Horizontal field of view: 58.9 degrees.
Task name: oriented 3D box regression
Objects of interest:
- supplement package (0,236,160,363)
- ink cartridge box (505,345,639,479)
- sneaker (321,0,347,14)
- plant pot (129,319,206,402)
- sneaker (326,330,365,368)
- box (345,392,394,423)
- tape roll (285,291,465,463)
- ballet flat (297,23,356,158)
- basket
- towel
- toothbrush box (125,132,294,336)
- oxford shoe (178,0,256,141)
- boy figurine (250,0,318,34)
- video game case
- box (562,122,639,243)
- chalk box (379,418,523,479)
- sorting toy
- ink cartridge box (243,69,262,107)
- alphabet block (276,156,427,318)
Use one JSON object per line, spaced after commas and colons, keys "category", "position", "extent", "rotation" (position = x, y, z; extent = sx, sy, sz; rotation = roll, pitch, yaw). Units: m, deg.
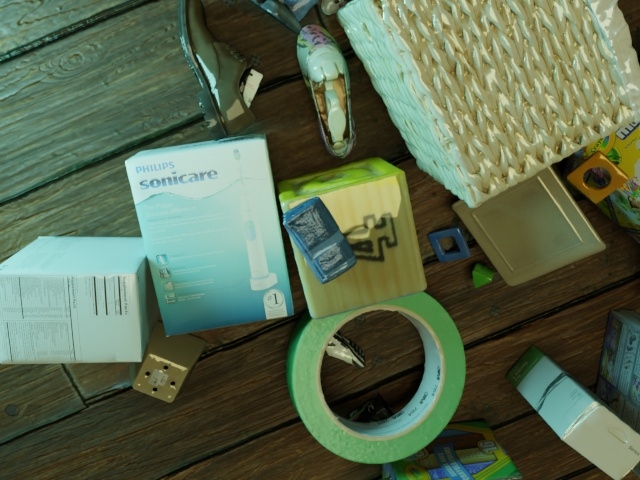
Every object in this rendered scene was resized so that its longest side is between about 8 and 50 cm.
{"category": "supplement package", "position": [-0.376, 0.088, 0.909], "extent": [0.203, 0.194, 0.149], "rotation": [1, 106, -6]}
{"category": "ink cartridge box", "position": [0.471, 0.314, 1.056], "extent": [0.160, 0.219, 0.093], "rotation": [37, 98, -14]}
{"category": "sneaker", "position": [0.041, -0.398, 0.887], "extent": [0.038, 0.069, 0.098], "rotation": [41, 97, -15]}
{"category": "plant pot", "position": [-0.277, 0.223, 1.009], "extent": [0.109, 0.096, 0.109], "rotation": [26, 101, -13]}
{"category": "sneaker", "position": [0.040, 0.209, 1.077], "extent": [0.109, 0.040, 0.044], "rotation": [42, 112, -11]}
{"category": "box", "position": [0.100, 0.352, 1.106], "extent": [0.083, 0.062, 0.052], "rotation": [-38, 106, 3]}
{"category": "tape roll", "position": [0.099, 0.229, 1.022], "extent": [0.321, 0.077, 0.321], "rotation": [0, 92, -12]}
{"category": "ballet flat", "position": [0.017, -0.241, 0.923], "extent": [0.076, 0.079, 0.222], "rotation": [-14, 106, -2]}
{"category": "basket", "position": [0.219, -0.272, 0.809], "extent": [0.266, 0.328, 0.331], "rotation": [-30, 109, 5]}
{"category": "towel", "position": [0.000, 0.000, 0.819], "extent": [0.067, 0.029, 0.119], "rotation": [-31, 107, 2]}
{"category": "toothbrush box", "position": [-0.172, -0.014, 0.940], "extent": [0.216, 0.126, 0.296], "rotation": [-10, 107, -3]}
{"category": "oxford shoe", "position": [-0.156, -0.276, 0.880], "extent": [0.096, 0.083, 0.227], "rotation": [-19, 92, 1]}
{"category": "boy figurine", "position": [0.010, -0.450, 0.838], "extent": [0.177, 0.092, 0.285], "rotation": [44, 106, 20]}
{"category": "video game case", "position": [0.615, 0.299, 1.056], "extent": [0.061, 0.244, 0.270], "rotation": [0, 106, -8]}
{"category": "box", "position": [0.607, -0.135, 0.907], "extent": [0.290, 0.177, 0.279], "rotation": [-45, 71, 7]}
{"category": "chalk box", "position": [0.213, 0.486, 1.098], "extent": [0.288, 0.179, 0.180], "rotation": [-4, 107, -4]}
{"category": "sorting toy", "position": [0.351, -0.031, 0.962], "extent": [0.347, 0.047, 0.196], "rotation": [-32, 101, 41]}
{"category": "ink cartridge box", "position": [-0.133, -0.244, 0.931], "extent": [0.048, 0.028, 0.083], "rotation": [25, 101, -12]}
{"category": "alphabet block", "position": [0.045, -0.012, 0.934], "extent": [0.193, 0.192, 0.197], "rotation": [-15, 106, -4]}
